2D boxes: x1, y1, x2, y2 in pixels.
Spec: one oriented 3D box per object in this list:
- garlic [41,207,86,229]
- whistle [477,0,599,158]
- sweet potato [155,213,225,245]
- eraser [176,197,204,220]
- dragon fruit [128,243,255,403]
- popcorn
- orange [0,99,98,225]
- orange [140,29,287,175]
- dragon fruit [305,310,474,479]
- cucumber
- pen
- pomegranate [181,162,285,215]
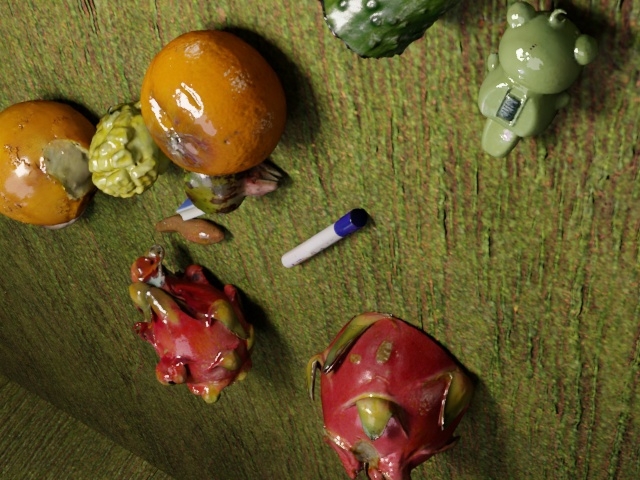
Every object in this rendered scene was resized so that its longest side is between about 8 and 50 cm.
[{"bbox_3d":[-0.585,-0.091,1.996,0.128,0.148,0.266,13,160,-35],"label":"garlic"},{"bbox_3d":[0.230,-0.171,1.031,0.105,0.085,0.227,32,148,12],"label":"whistle"},{"bbox_3d":[-0.265,-0.024,1.789,0.214,0.050,0.050,11,140,44],"label":"sweet potato"},{"bbox_3d":[-0.213,-0.070,1.651,0.027,0.063,0.085,51,146,-17],"label":"eraser"},{"bbox_3d":[-0.270,0.172,1.878,0.307,0.227,0.243,35,145,11],"label":"dragon fruit"},{"bbox_3d":[-0.327,-0.158,1.576,0.142,0.173,0.173,32,150,-5],"label":"popcorn"},{"bbox_3d":[-0.514,-0.141,1.710,0.240,0.240,0.240,27,148,19],"label":"orange"},{"bbox_3d":[-0.158,-0.194,1.326,0.224,0.170,0.224,26,148,17],"label":"orange"},{"bbox_3d":[0.106,0.303,1.658,0.305,0.226,0.305,29,150,18],"label":"dragon fruit"},{"bbox_3d":[0.115,-0.296,0.965,0.134,0.134,0.244,46,139,-13],"label":"cucumber"},{"bbox_3d":[0.000,0.001,1.553,0.033,0.033,0.269,44,149,-9],"label":"pen"},{"bbox_3d":[-0.150,-0.101,1.486,0.163,0.125,0.138,25,134,20],"label":"pomegranate"}]
